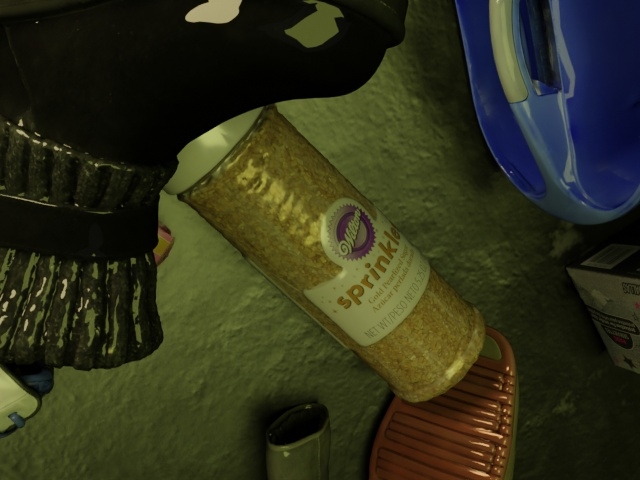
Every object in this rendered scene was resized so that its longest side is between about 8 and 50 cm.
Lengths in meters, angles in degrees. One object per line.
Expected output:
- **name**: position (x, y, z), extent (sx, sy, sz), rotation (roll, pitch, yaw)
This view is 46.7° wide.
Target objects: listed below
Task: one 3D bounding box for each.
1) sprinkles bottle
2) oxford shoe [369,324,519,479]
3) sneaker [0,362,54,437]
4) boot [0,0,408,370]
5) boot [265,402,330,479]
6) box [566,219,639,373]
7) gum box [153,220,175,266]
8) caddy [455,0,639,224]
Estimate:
- **sprinkles bottle**: position (0.000, 0.000, 0.672), extent (0.355, 0.121, 0.121), rotation (44, 86, -21)
- **oxford shoe**: position (0.137, 0.283, 0.794), extent (0.146, 0.140, 0.397), rotation (14, 92, -51)
- **sneaker**: position (-0.313, 0.156, 0.598), extent (0.182, 0.127, 0.316), rotation (3, 99, -16)
- **boot**: position (-0.114, -0.041, 0.489), extent (0.131, 0.347, 0.260), rotation (6, 87, -64)
- **boot**: position (-0.029, 0.286, 0.704), extent (0.076, 0.190, 0.209), rotation (8, 108, 11)
- **box**: position (0.397, 0.058, 0.736), extent (0.163, 0.247, 0.142), rotation (-31, 99, -10)
- **gum box**: position (-0.225, -0.012, 0.626), extent (0.188, 0.062, 0.107), rotation (38, 88, -21)
- **caddy**: position (0.224, -0.186, 0.646), extent (0.179, 0.241, 0.342), rotation (-20, 106, -20)
